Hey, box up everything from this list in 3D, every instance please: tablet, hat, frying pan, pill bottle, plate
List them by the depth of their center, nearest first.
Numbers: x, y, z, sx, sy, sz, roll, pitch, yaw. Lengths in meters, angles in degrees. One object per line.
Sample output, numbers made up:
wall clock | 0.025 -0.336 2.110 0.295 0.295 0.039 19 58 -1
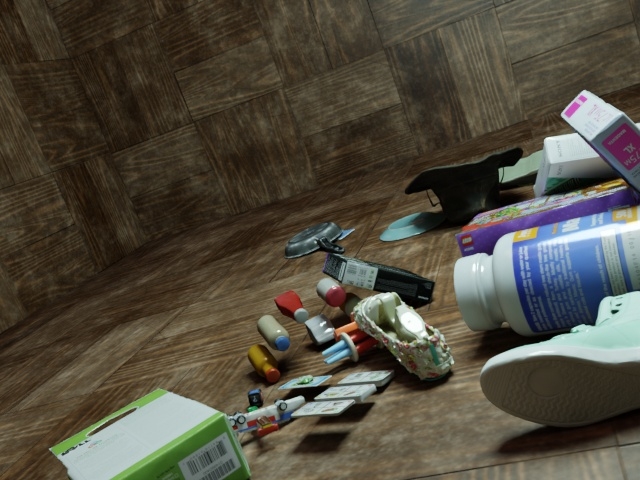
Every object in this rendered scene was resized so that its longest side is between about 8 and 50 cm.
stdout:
pill bottle | 0.333 0.051 0.955 0.272 0.152 0.152 -13 14 28
hat | 0.368 -0.117 1.716 0.331 0.134 0.331 -13 -6 -1
plate | 0.246 -0.045 1.860 0.188 0.024 0.188 -19 11 4
frying pan | -0.027 0.012 2.022 0.197 0.053 0.326 -24 11 7
tablet | 0.063 -0.015 2.080 0.054 0.006 0.083 -11 16 38

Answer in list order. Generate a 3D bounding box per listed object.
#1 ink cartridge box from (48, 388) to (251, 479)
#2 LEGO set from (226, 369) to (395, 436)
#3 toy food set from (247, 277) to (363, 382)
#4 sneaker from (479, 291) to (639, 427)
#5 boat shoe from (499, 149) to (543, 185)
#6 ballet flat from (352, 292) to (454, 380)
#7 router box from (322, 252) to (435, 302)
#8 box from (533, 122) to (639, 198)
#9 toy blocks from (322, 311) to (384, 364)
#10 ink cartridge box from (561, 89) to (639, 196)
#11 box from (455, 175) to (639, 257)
ink cartridge box | -0.240 0.300 0.935 0.189 0.097 0.255 -27 12 -29
LEGO set | -0.031 0.246 1.005 0.244 0.060 0.182 -12 2 31
toy food set | -0.021 0.150 1.212 0.232 0.111 0.104 -24 22 -14
sneaker | 0.307 0.127 0.785 0.256 0.094 0.151 -8 19 10
boat shoe | 0.554 -0.184 1.878 0.228 0.069 0.081 -12 54 52
ballet flat | 0.120 0.123 1.037 0.091 0.077 0.241 -25 28 -18
router box | 0.107 0.069 1.298 0.179 0.046 0.133 13 3 -16
box | 0.572 -0.142 1.274 0.322 0.058 0.232 -7 -19 11
toy blocks | 0.060 0.160 1.163 0.148 0.054 0.123 -24 13 -16
ink cartridge box | 0.486 -0.078 0.981 0.065 0.311 0.186 -48 9 20
box | 0.407 -0.043 1.221 0.293 0.057 0.201 -16 5 27
